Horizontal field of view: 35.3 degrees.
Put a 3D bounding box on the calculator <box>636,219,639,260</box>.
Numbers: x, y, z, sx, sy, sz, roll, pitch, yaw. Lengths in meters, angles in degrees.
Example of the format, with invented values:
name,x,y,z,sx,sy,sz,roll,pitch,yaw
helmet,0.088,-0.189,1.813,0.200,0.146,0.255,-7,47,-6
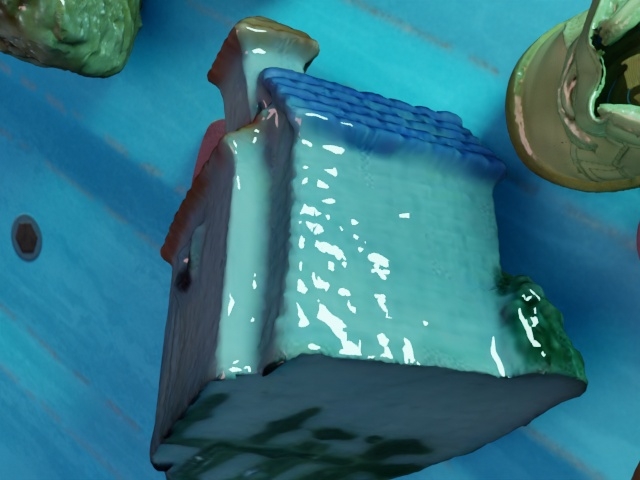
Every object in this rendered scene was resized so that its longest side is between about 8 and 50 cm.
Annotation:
name,x,y,z,sx,sy,sz,roll,pitch,yaw
calculator,0.334,-0.014,0.618,0.294,0.043,0.194,-44,71,36

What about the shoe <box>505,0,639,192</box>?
name,x,y,z,sx,sy,sz,roll,pitch,yaw
shoe,0.214,-0.114,0.630,0.262,0.128,0.140,0,74,49

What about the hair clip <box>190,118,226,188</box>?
name,x,y,z,sx,sy,sz,roll,pitch,yaw
hair clip,-0.096,-0.045,0.945,0.054,0.022,0.137,20,108,37

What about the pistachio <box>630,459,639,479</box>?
name,x,y,z,sx,sy,sz,roll,pitch,yaw
pistachio,0.274,0.241,0.628,0.213,0.162,0.261,43,135,48

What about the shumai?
name,x,y,z,sx,sy,sz,roll,pitch,yaw
shumai,-0.285,-0.266,0.913,0.222,0.261,0.225,1,67,16

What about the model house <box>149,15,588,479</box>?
name,x,y,z,sx,sy,sz,roll,pitch,yaw
model house,0.000,0.000,0.783,0.295,0.251,0.329,129,140,-55
